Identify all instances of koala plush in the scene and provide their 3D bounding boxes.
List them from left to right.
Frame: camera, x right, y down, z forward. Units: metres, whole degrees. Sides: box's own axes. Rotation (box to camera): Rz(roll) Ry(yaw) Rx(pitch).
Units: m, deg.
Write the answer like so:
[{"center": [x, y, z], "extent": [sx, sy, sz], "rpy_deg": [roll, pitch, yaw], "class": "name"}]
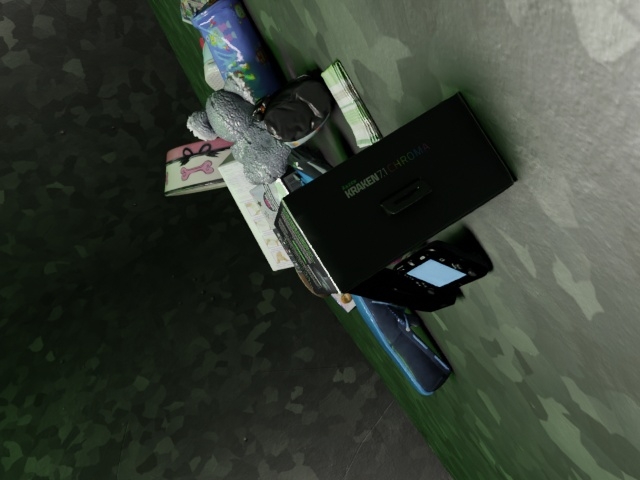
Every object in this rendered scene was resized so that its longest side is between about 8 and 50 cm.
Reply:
[{"center": [-0.158, -0.245, 1.413], "extent": [0.221, 0.196, 0.203], "rpy_deg": [43, -154, -23], "class": "koala plush"}]

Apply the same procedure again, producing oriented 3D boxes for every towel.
[{"center": [0.048, -0.231, 1.133], "extent": [0.152, 0.023, 0.113], "rpy_deg": [59, 172, -10], "class": "towel"}]

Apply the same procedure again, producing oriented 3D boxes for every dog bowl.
[{"center": [-0.345, -0.263, 2.241], "extent": [0.408, 0.408, 0.150], "rpy_deg": [-166, 65, -79], "class": "dog bowl"}]

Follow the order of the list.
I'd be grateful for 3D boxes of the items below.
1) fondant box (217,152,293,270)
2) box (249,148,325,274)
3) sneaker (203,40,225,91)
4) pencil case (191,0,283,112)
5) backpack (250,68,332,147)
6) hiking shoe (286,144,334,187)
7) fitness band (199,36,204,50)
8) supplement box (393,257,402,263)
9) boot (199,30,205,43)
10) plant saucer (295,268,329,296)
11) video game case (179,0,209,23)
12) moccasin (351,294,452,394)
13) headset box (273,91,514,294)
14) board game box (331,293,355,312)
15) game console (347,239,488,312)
[{"center": [-0.124, -0.120, 1.775], "extent": [0.330, 0.096, 0.238], "rpy_deg": [63, -151, -23], "class": "fondant box"}, {"center": [-0.031, -0.068, 1.609], "extent": [0.142, 0.163, 0.247], "rpy_deg": [-25, 98, 51], "class": "box"}, {"center": [-0.224, -0.452, 1.742], "extent": [0.366, 0.135, 0.150], "rpy_deg": [82, -176, -83], "class": "sneaker"}, {"center": [-0.182, -0.408, 1.503], "extent": [0.306, 0.133, 0.119], "rpy_deg": [62, -148, -24], "class": "pencil case"}, {"center": [-0.052, -0.251, 1.278], "extent": [0.115, 0.152, 0.182], "rpy_deg": [57, 180, -16], "class": "backpack"}, {"center": [0.009, -0.078, 1.385], "extent": [0.304, 0.132, 0.113], "rpy_deg": [44, -178, -46], "class": "hiking shoe"}, {"center": [-0.276, -0.508, 2.021], "extent": [0.209, 0.054, 0.290], "rpy_deg": [44, 165, 52], "class": "fitness band"}, {"center": [0.102, -0.015, 1.267], "extent": [0.220, 0.114, 0.111], "rpy_deg": [96, 155, -76], "class": "supplement box"}, {"center": [-0.300, -0.601, 1.749], "extent": [0.189, 0.076, 0.208], "rpy_deg": [54, 165, 10], "class": "boot"}, {"center": [0.000, 0.000, 1.796], "extent": [0.310, 0.050, 0.310], "rpy_deg": [39, -136, -51], "class": "plant saucer"}, {"center": [-0.304, -0.609, 1.573], "extent": [0.201, 0.023, 0.183], "rpy_deg": [37, 141, 48], "class": "video game case"}, {"center": [0.206, 0.233, 1.684], "extent": [0.342, 0.117, 0.138], "rpy_deg": [55, 173, -2], "class": "moccasin"}, {"center": [0.078, -0.046, 0.848], "extent": [0.131, 0.246, 0.283], "rpy_deg": [58, 172, 1], "class": "headset box"}, {"center": [0.014, 0.096, 2.133], "extent": [0.318, 0.066, 0.318], "rpy_deg": [47, -178, 8], "class": "board game box"}, {"center": [0.157, 0.063, 1.130], "extent": [0.213, 0.044, 0.361], "rpy_deg": [14, 163, -9], "class": "game console"}]
